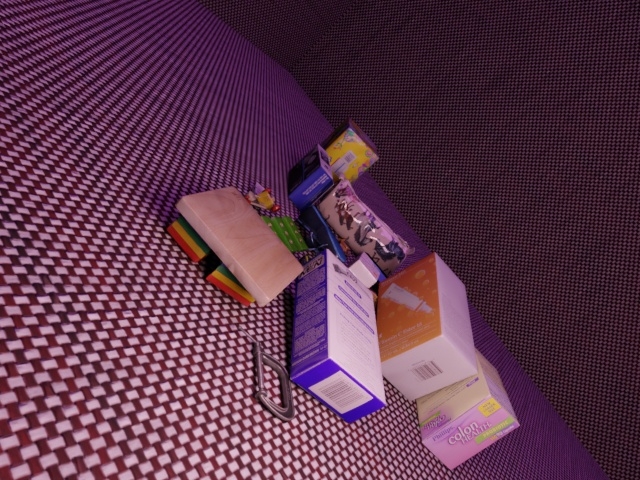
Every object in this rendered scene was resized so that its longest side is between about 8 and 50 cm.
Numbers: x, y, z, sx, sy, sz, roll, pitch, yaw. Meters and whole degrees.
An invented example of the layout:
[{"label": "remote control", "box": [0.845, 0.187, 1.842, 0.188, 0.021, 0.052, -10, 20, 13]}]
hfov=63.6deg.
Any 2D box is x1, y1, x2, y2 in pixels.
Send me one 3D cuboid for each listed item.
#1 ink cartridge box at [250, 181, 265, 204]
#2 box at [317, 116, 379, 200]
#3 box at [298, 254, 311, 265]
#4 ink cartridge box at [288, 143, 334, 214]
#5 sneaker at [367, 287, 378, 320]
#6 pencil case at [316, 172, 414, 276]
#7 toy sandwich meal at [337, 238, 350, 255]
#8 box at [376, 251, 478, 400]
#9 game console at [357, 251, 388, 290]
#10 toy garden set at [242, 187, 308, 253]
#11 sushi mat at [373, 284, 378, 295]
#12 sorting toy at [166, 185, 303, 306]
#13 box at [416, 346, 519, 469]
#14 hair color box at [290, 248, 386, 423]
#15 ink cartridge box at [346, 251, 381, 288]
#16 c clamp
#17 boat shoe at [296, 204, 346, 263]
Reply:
[{"label": "ink cartridge box", "box": [-0.182, -0.134, 1.519, 0.048, 0.028, 0.083, 43, 18, -24]}, {"label": "box", "box": [0.075, -0.336, 2.160, 0.177, 0.290, 0.279, 44, 17, -13]}, {"label": "box", "box": [0.016, 0.149, 1.375, 0.184, 0.045, 0.191, 38, 21, -26]}, {"label": "ink cartridge box", "box": [-0.040, -0.227, 1.849, 0.065, 0.165, 0.333, 42, 17, -22]}, {"label": "sneaker", "box": [0.167, 0.202, 1.616, 0.185, 0.069, 0.084, 48, 7, -24]}, {"label": "pencil case", "box": [0.161, -0.054, 1.949, 0.410, 0.183, 0.160, 47, 17, -3]}, {"label": "toy sandwich meal", "box": [0.087, 0.021, 1.857, 0.085, 0.029, 0.086, 44, 17, -17]}, {"label": "box", "box": [0.289, 0.233, 1.452, 0.168, 0.215, 0.345, 46, 29, -21]}, {"label": "game console", "box": [0.250, 0.193, 1.803, 0.361, 0.044, 0.213, 50, 18, 4]}, {"label": "toy garden set", "box": [-0.146, -0.047, 1.369, 0.204, 0.049, 0.244, 60, 20, 10]}, {"label": "sushi mat", "box": [0.311, 0.278, 1.875, 0.316, 0.019, 0.151, 40, 20, -27]}, {"label": "sorting toy", "box": [-0.178, 0.020, 1.087, 0.255, 0.089, 0.257, 49, 16, 1]}, {"label": "box", "box": [0.372, 0.429, 1.358, 0.117, 0.213, 0.243, 45, 17, -10]}, {"label": "hair color box", "box": [0.035, 0.196, 1.128, 0.185, 0.110, 0.339, 45, 26, -26]}, {"label": "ink cartridge box", "box": [0.127, 0.110, 1.656, 0.092, 0.090, 0.143, 49, 16, -1]}, {"label": "c clamp", "box": [-0.097, 0.244, 0.925, 0.137, 0.022, 0.161, 44, 15, -36]}, {"label": "boat shoe", "box": [0.000, 0.000, 1.598, 0.109, 0.089, 0.258, 52, 6, -40]}]
